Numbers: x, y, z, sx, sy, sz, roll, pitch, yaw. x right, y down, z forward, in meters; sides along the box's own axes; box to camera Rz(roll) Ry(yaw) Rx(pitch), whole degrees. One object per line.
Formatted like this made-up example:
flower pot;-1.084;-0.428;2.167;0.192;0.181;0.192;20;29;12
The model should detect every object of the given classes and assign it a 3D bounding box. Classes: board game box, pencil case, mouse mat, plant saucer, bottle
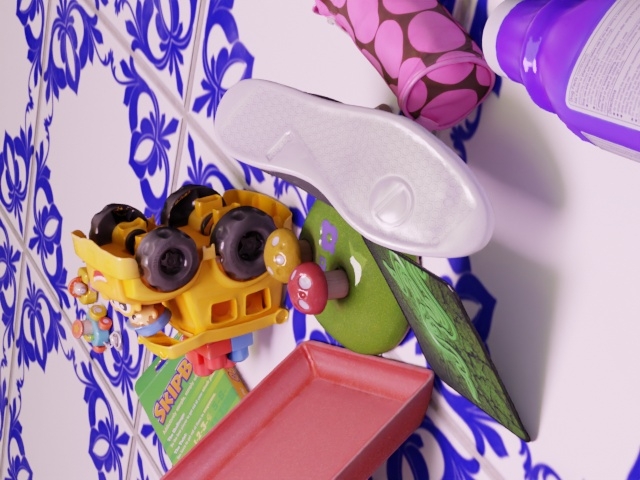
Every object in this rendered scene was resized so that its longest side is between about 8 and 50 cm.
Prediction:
board game box;-0.133;0.217;1.759;0.124;0.039;0.259;-49;48;14
pencil case;0.067;-0.184;1.324;0.098;0.095;0.209;-46;48;16
mouse mat;0.107;0.083;1.280;0.152;0.007;0.189;34;156;55
plant saucer;-0.030;0.213;1.461;0.047;0.258;0.259;55;158;-22
bottle;0.220;-0.118;1.039;0.118;0.092;0.283;-58;34;-2

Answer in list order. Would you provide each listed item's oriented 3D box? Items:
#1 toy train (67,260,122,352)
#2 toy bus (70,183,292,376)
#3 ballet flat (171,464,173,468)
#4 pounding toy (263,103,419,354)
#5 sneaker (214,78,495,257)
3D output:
toy train;-0.327;0.080;2.125;0.125;0.046;0.166;-17;80;61
toy bus;-0.146;0.059;1.631;0.149;0.220;0.211;26;123;52
ballet flat;-0.155;0.312;1.845;0.070;0.070;0.188;20;109;59
pounding toy;0.000;0.000;1.456;0.183;0.110;0.236;-19;79;60
sneaker;0.057;-0.061;1.299;0.296;0.147;0.104;27;99;36
